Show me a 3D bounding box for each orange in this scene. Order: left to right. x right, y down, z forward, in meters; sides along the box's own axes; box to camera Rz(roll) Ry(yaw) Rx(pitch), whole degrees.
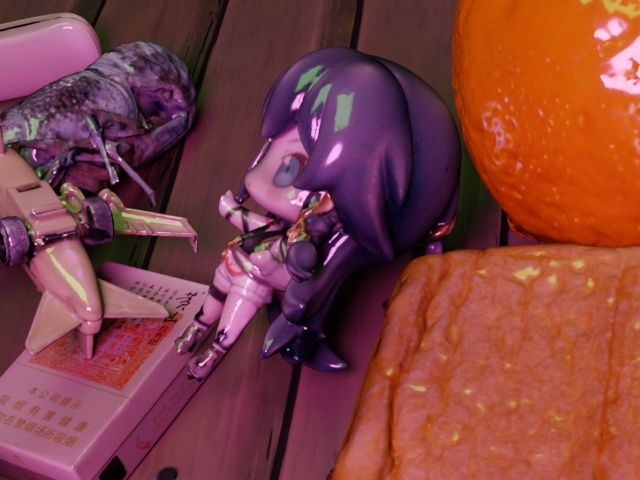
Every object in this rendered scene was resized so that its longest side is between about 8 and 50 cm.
[{"bbox_3d":[0.259,-0.146,1.081,0.341,0.293,0.340,-9,33,6],"label":"orange"}]

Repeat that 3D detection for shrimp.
[{"bbox_3d":[-0.241,-0.067,1.366,0.172,0.137,0.372,-2,39,50],"label":"shrimp"}]

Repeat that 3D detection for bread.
[{"bbox_3d":[0.179,0.145,0.916,0.328,0.148,0.337,-3,40,18],"label":"bread"}]

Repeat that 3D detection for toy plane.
[{"bbox_3d":[-0.232,-0.007,1.208,0.242,0.104,0.256,-17,56,-26],"label":"toy plane"}]

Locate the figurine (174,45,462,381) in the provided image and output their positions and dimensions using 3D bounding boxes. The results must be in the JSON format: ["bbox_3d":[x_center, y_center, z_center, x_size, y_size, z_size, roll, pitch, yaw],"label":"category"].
[{"bbox_3d":[0.002,-0.015,1.130,0.197,0.265,0.175,-4,34,-45],"label":"figurine"}]

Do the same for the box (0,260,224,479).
[{"bbox_3d":[-0.177,0.113,1.197,0.141,0.058,0.201,13,50,37],"label":"box"}]

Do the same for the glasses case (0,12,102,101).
[{"bbox_3d":[-0.338,-0.199,1.625,0.204,0.081,0.051,-9,39,15],"label":"glasses case"}]
